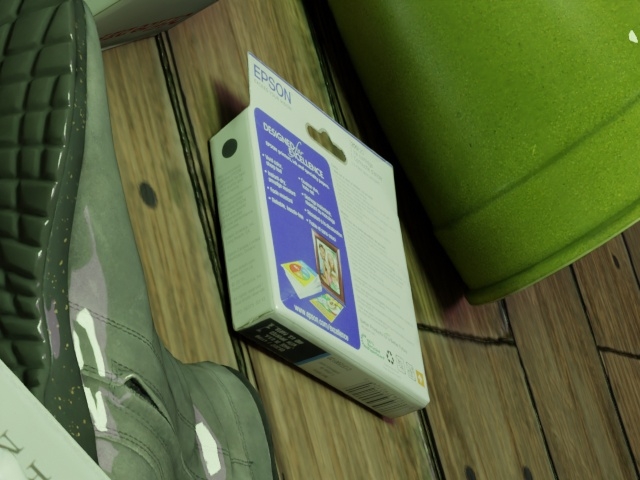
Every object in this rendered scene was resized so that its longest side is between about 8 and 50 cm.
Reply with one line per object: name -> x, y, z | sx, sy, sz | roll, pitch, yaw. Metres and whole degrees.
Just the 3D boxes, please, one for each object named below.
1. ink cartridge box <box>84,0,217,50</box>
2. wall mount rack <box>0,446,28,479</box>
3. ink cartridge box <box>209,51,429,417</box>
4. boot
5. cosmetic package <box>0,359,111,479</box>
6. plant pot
ink cartridge box -> -0.052, -0.223, 0.880 | 0.121, 0.289, 0.211 | 62, 25, -3
wall mount rack -> -0.130, 0.208, 0.343 | 0.130, 0.350, 0.304 | -77, 152, -70
ink cartridge box -> 0.000, 0.000, 1.082 | 0.206, 0.045, 0.208 | 35, 41, -49
boot -> -0.109, 0.050, 0.768 | 0.223, 0.118, 0.338 | 29, 55, -58
cosmetic package -> -0.151, 0.112, 0.492 | 0.151, 0.151, 0.183 | -47, 119, -19
plant pot -> 0.169, -0.194, 1.284 | 0.353, 0.366, 0.366 | 53, 26, -3
